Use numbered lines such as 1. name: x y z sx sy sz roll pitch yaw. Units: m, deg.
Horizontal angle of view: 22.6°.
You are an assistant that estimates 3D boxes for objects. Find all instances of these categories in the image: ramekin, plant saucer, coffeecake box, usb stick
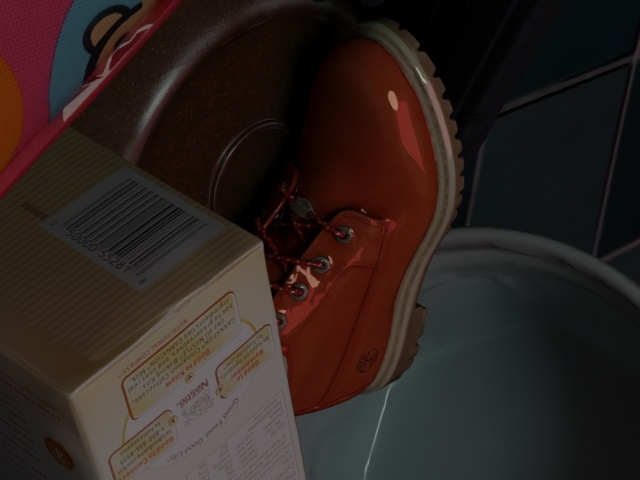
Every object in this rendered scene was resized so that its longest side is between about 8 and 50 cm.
1. ramekin: 0.075 0.105 0.663 0.207 0.207 0.109 -62 155 1
2. plant saucer: -0.031 -0.027 0.579 0.168 0.029 0.168 -33 137 -37
3. coffeecake box: -0.075 0.056 0.477 0.068 0.142 0.185 -39 141 -29
4. usb stick: 0.065 -0.093 0.534 0.077 0.045 0.278 -57 176 -19

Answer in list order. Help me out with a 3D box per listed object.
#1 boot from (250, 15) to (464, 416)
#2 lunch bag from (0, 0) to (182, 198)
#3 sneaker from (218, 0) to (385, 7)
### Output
1. boot: 0.000 0.000 0.565 0.085 0.059 0.157 -21 131 -38
2. lunch bag: -0.151 -0.095 0.291 0.258 0.120 0.293 -52 146 -13
3. sneaker: 0.017 -0.154 0.508 0.153 0.094 0.235 -49 -167 42
